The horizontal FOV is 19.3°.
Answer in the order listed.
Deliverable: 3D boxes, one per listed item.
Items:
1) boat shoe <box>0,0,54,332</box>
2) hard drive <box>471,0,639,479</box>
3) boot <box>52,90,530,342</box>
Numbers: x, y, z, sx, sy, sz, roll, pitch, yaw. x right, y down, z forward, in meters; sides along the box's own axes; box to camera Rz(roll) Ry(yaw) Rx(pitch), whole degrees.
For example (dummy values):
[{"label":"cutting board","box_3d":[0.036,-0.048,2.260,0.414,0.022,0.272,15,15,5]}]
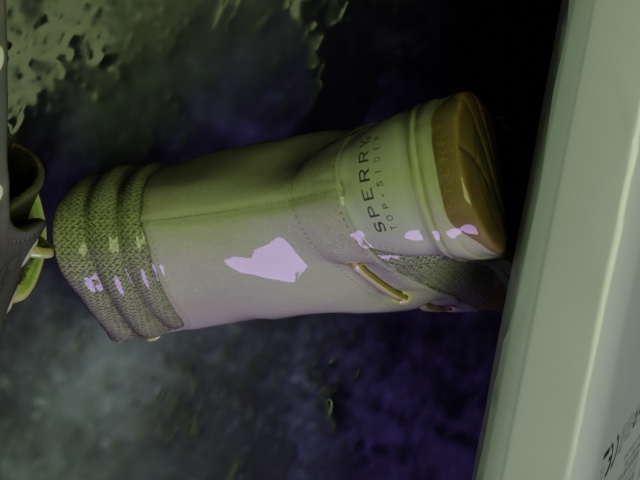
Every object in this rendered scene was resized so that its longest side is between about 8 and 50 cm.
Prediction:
[{"label":"boat shoe","box_3d":[-0.134,-0.015,0.620,0.091,0.109,0.305,-16,135,-15]},{"label":"hard drive","box_3d":[0.120,0.001,0.751,0.233,0.047,0.353,-26,128,-68]},{"label":"boot","box_3d":[0.000,0.000,0.742,0.165,0.213,0.077,-11,79,13]}]
